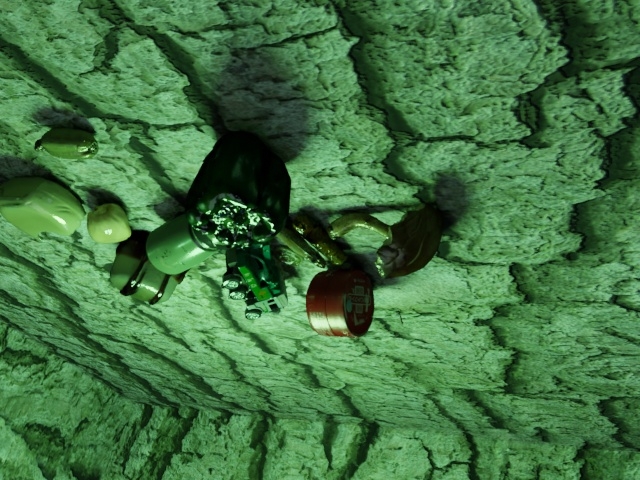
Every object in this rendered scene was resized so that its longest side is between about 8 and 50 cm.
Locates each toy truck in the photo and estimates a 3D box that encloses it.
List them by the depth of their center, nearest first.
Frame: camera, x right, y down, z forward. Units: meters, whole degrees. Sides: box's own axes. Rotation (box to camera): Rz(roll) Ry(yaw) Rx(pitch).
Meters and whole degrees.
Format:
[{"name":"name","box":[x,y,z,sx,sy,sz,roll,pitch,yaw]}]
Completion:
[{"name":"toy truck","box":[-0.217,0.120,1.980,0.178,0.176,0.363,-13,144,2]}]

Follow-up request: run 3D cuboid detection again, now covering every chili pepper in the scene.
[{"name":"chili pepper","box":[-0.207,-0.131,1.513,0.233,0.256,0.248,-13,140,30]}]

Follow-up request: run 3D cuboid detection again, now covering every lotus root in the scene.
[{"name":"lotus root","box":[-0.705,-0.270,1.658,0.183,0.077,0.090,3,139,13]}]

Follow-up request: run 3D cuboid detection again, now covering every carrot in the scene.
[{"name":"carrot","box":[-0.001,0.000,1.808,0.069,0.068,0.229,-11,142,35]}]

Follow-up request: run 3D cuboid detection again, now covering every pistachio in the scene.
[{"name":"pistachio","box":[-0.698,-0.044,1.966,0.145,0.117,0.200,35,145,-5]}]

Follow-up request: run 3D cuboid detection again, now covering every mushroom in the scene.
[{"name":"mushroom","box":[0.176,-0.028,1.619,0.302,0.232,0.208,27,-168,3]}]

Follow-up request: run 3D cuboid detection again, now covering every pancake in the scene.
[{"name":"pancake","box":[-0.106,0.052,1.977,0.108,0.017,0.108,13,152,7]}]

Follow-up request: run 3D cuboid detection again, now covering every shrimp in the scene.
[{"name":"shrimp","box":[-0.054,0.022,1.797,0.223,0.047,0.126,38,180,30]}]

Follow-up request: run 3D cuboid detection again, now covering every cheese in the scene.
[{"name":"cheese","box":[-0.918,-0.104,1.960,0.266,0.127,0.233,2,146,21]}]

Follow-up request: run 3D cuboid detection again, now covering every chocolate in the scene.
[{"name":"chocolate","box":[-0.619,0.120,2.130,0.284,0.186,0.283,10,147,7]}]

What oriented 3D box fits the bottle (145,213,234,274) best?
[{"name":"bottle","box":[-0.383,-0.013,1.855,0.347,0.168,0.168,-22,133,38]}]

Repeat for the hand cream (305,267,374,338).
[{"name":"hand cream","box":[0.065,0.205,1.950,0.150,0.230,0.230,-7,142,32]}]

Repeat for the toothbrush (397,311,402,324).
[{"name":"toothbrush","box":[0.290,0.286,2.187,0.006,0.008,0.097,16,152,25]}]
